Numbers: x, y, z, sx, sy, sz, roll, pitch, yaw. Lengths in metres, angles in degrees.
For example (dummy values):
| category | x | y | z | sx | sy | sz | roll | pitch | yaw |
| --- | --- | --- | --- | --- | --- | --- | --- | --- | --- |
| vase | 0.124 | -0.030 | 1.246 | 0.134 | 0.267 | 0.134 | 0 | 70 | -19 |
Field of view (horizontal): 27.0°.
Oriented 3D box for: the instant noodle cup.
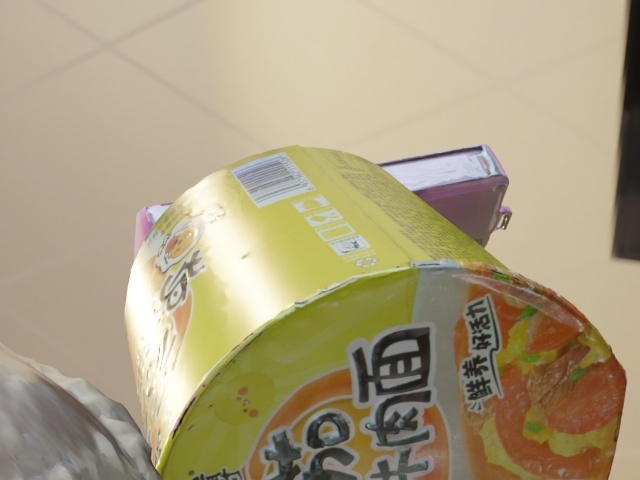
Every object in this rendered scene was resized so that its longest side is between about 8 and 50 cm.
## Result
| category | x | y | z | sx | sy | sz | roll | pitch | yaw |
| --- | --- | --- | --- | --- | --- | --- | --- | --- | --- |
| instant noodle cup | 0.006 | 0.080 | 0.754 | 0.264 | 0.200 | 0.264 | -10 | -59 | -17 |

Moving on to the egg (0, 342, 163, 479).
| category | x | y | z | sx | sy | sz | roll | pitch | yaw |
| --- | --- | --- | --- | --- | --- | --- | --- | --- | --- |
| egg | -0.198 | 0.143 | 0.493 | 0.310 | 0.279 | 0.279 | 16 | -98 | -38 |

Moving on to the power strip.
| category | x | y | z | sx | sy | sz | roll | pitch | yaw |
| --- | --- | --- | --- | --- | --- | --- | --- | --- | --- |
| power strip | 0.000 | 0.000 | 0.918 | 0.109 | 0.279 | 0.037 | 103 | 150 | -49 |
